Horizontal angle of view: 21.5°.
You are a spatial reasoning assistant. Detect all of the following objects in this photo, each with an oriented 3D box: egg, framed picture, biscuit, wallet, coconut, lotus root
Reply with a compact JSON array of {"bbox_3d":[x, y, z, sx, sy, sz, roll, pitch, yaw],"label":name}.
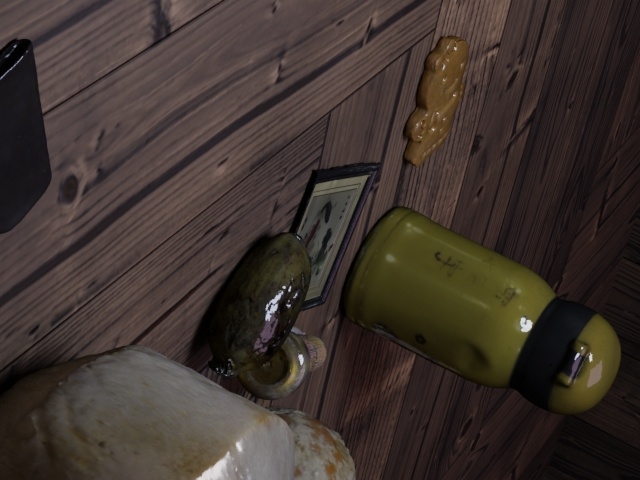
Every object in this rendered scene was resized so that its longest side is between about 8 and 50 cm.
[{"bbox_3d":[-0.051,0.294,1.973,0.233,0.195,0.195,-50,161,-69],"label":"egg"},{"bbox_3d":[0.000,0.000,1.989,0.199,0.010,0.195,-14,128,-66],"label":"framed picture"},{"bbox_3d":[0.151,-0.178,2.126,0.133,0.027,0.184,-30,143,-55],"label":"biscuit"},{"bbox_3d":[-0.233,-0.074,1.265,0.082,0.018,0.156,-52,158,-32],"label":"wallet"},{"bbox_3d":[-0.152,0.252,1.445,0.329,0.329,0.329,-52,158,-31],"label":"coconut"},{"bbox_3d":[-0.062,0.070,1.809,0.179,0.080,0.089,-59,161,-15],"label":"lotus root"}]

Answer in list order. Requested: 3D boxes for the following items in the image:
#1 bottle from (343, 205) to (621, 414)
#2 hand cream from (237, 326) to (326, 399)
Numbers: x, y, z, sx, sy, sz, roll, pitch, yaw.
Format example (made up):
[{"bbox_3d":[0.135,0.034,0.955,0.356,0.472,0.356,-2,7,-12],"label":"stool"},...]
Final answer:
[{"bbox_3d":[0.216,0.104,2.165,0.171,0.351,0.171,-51,159,-29],"label":"bottle"},{"bbox_3d":[-0.034,0.139,1.992,0.084,0.084,0.203,-65,166,6],"label":"hand cream"}]
